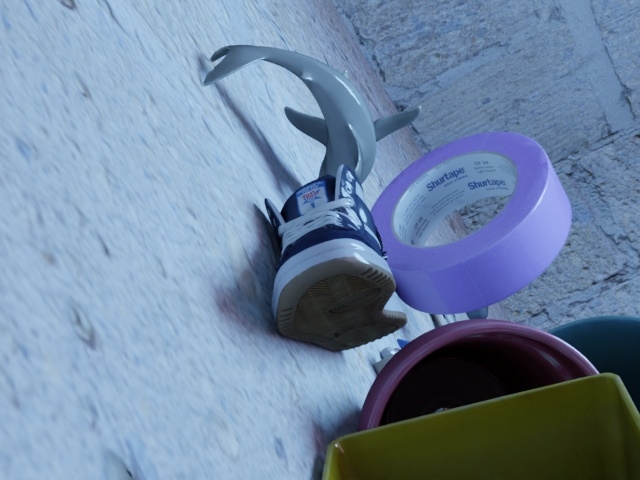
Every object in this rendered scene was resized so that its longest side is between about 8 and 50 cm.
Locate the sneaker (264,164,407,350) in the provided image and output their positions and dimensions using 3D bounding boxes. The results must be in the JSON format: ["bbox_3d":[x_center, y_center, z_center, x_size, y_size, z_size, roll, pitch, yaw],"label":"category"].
[{"bbox_3d":[0.000,0.000,0.860,0.282,0.099,0.153,50,19,-73],"label":"sneaker"}]

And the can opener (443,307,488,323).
[{"bbox_3d":[0.253,0.166,1.654,0.076,0.095,0.283,43,21,-58],"label":"can opener"}]

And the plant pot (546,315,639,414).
[{"bbox_3d":[0.332,0.256,1.075,0.235,0.293,0.293,38,25,-49],"label":"plant pot"}]

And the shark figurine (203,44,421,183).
[{"bbox_3d":[0.008,-0.121,1.072,0.278,0.166,0.116,49,26,-45],"label":"shark figurine"}]

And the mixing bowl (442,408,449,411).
[{"bbox_3d":[0.210,0.227,1.287,0.181,0.098,0.181,57,11,-18],"label":"mixing bowl"}]

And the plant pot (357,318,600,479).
[{"bbox_3d":[0.124,0.161,0.850,0.201,0.201,0.180,62,-5,-1],"label":"plant pot"}]

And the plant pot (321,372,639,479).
[{"bbox_3d":[0.123,0.229,0.648,0.212,0.212,0.187,-69,143,-76],"label":"plant pot"}]

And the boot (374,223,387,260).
[{"bbox_3d":[0.051,-0.011,1.283,0.099,0.045,0.121,-87,155,-66],"label":"boot"}]

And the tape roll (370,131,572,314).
[{"bbox_3d":[0.202,-0.028,1.411,0.090,0.275,0.275,56,12,-33],"label":"tape roll"}]

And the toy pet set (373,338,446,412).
[{"bbox_3d":[0.101,0.131,1.109,0.122,0.065,0.114,64,11,15],"label":"toy pet set"}]
